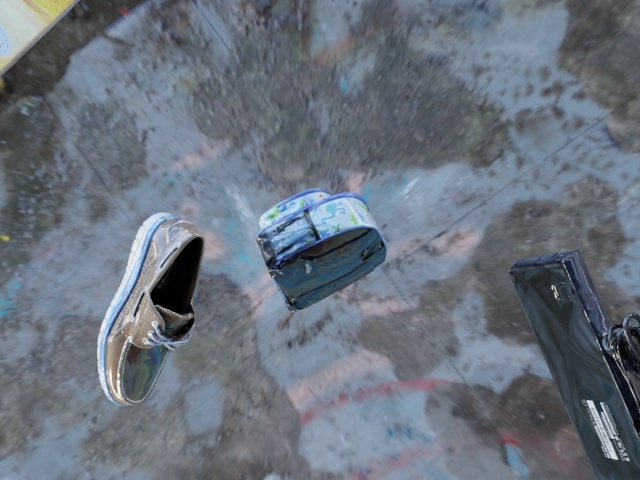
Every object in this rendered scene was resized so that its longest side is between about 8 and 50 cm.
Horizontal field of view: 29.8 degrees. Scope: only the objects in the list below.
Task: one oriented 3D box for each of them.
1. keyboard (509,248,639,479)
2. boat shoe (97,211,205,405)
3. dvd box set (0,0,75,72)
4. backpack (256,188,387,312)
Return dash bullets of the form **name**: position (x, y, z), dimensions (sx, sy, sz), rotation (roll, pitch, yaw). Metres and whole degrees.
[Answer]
- **keyboard**: position (0.165, 0.091, 0.618), dimensions (0.038, 0.100, 0.192), rotation (-25, 93, -16)
- **boat shoe**: position (-0.151, 0.068, 1.090), dimensions (0.066, 0.066, 0.183), rotation (8, 97, -44)
- **dvd box set**: position (-0.407, -0.302, 1.210), dimensions (0.307, 0.420, 0.062), rotation (43, 125, -13)
- **backpack**: position (0.000, 0.000, 1.174), dimensions (0.114, 0.105, 0.084), rotation (-24, 59, 0)
